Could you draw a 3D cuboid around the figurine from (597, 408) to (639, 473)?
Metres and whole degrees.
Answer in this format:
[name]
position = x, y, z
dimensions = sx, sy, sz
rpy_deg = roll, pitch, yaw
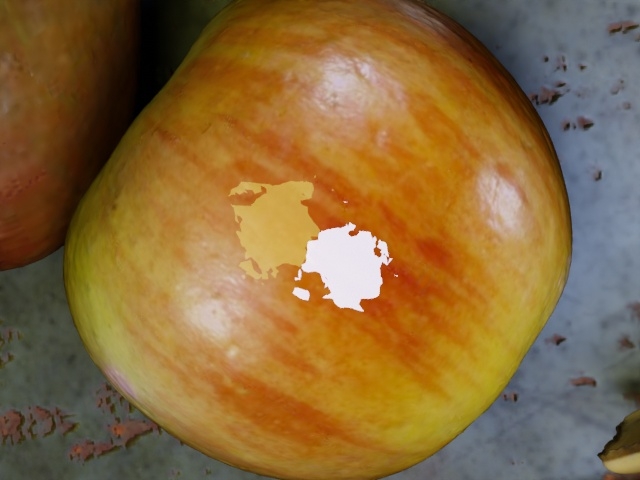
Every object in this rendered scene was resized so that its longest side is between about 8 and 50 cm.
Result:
[figurine]
position = 0.256, 0.196, 1.044
dimensions = 0.257, 0.208, 0.181
rpy_deg = 64, 155, 2

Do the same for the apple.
[apple]
position = 0.000, 0.000, 1.053
dimensions = 0.233, 0.286, 0.286
rpy_deg = 36, 109, -5

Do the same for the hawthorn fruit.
[hawthorn fruit]
position = -0.228, -0.098, 1.133
dimensions = 0.268, 0.268, 0.300
rpy_deg = -5, 102, 21
